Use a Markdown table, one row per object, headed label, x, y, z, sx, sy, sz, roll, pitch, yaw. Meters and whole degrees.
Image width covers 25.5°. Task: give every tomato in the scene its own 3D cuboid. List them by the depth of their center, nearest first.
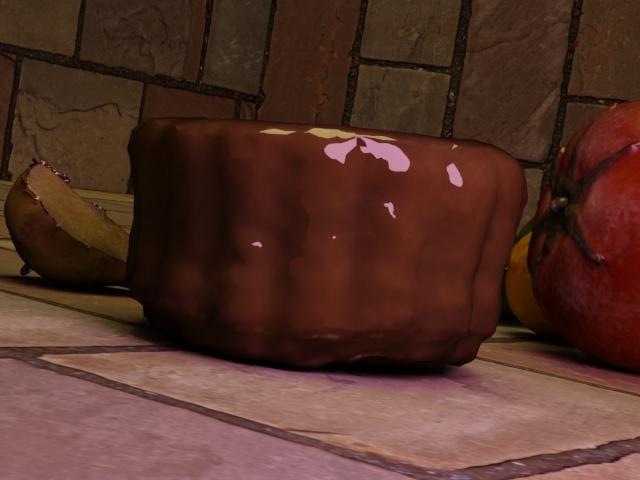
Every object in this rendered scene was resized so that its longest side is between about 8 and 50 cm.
| label | x | y | z | sx | sy | sz | roll | pitch | yaw |
| --- | --- | --- | --- | --- | --- | --- | --- | --- | --- |
| tomato | 0.334 | 0.001 | 1.369 | 0.264 | 0.265 | 0.265 | 9 | 3 | 0 |

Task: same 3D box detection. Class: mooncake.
| label | x | y | z | sx | sy | sz | roll | pitch | yaw |
| --- | --- | --- | --- | --- | --- | --- | --- | --- | --- |
| mooncake | 0.000 | -0.001 | 1.137 | 0.323 | 0.187 | 0.324 | 6 | 3 | 0 |

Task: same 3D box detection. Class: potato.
| label | x | y | z | sx | sy | sz | roll | pitch | yaw |
| --- | --- | --- | --- | --- | --- | --- | --- | --- | --- |
| potato | -0.238 | 0.016 | 1.346 | 0.172 | 0.089 | 0.101 | 40 | 18 | -14 |

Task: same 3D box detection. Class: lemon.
| label | x | y | z | sx | sy | sz | roll | pitch | yaw |
| --- | --- | --- | --- | --- | --- | --- | --- | --- | --- |
| lemon | 0.259 | 0.042 | 1.548 | 0.114 | 0.155 | 0.114 | -6 | 44 | 6 |

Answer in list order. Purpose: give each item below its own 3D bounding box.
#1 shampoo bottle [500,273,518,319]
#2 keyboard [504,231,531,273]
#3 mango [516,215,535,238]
| label | x | y | z | sx | sy | sz | roll | pitch | yaw |
| --- | --- | --- | --- | --- | --- | --- | --- | --- | --- |
| shampoo bottle | 0.237 | 0.055 | 1.746 | 0.262 | 0.085 | 0.085 | 11 | 4 | 33 |
| keyboard | 0.240 | 0.007 | 1.683 | 0.381 | 0.041 | 0.103 | -28 | 16 | -22 |
| mango | 0.334 | 0.002 | 1.858 | 0.156 | 0.251 | 0.114 | 7 | 45 | -14 |
